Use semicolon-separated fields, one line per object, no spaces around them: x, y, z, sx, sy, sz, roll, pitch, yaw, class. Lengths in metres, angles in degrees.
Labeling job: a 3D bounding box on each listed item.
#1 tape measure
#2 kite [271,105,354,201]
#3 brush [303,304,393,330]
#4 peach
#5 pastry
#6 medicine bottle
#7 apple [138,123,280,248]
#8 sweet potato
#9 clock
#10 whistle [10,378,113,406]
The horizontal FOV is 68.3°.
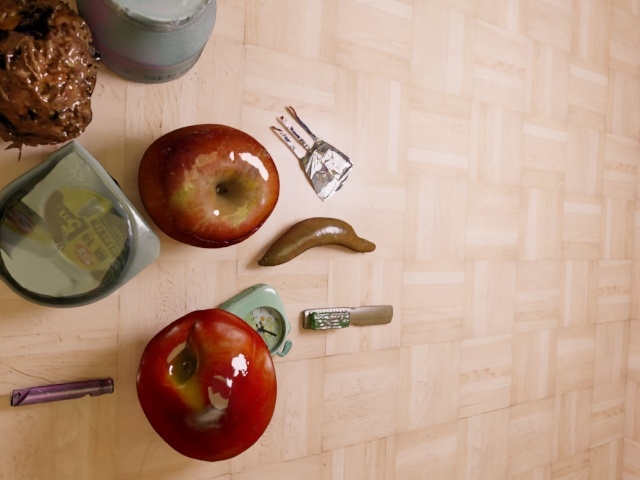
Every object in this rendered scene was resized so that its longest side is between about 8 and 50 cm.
-0.455;-0.015;0.859;0.262;0.138;0.259;-42;110;-22;tape measure
-0.017;-0.219;1.178;0.245;0.015;0.141;45;68;-25;kite
0.084;0.202;1.239;0.282;0.048;0.054;2;94;-32;brush
-0.212;0.300;0.971;0.281;0.281;0.338;-54;154;-17;peach
-0.481;-0.276;0.762;0.192;0.274;0.275;-7;96;-43;pastry
-0.300;-0.432;0.828;0.244;0.290;0.245;-1;93;-23;medicine bottle
-0.223;-0.110;0.956;0.271;0.206;0.252;-25;115;-25;apple
0.004;-0.006;1.169;0.345;0.079;0.109;-5;123;-32;sweet potato
-0.146;0.207;1.093;0.148;0.060;0.189;-28;106;-27;clock
-0.493;0.292;0.909;0.176;0.033;0.033;2;91;-30;whistle
